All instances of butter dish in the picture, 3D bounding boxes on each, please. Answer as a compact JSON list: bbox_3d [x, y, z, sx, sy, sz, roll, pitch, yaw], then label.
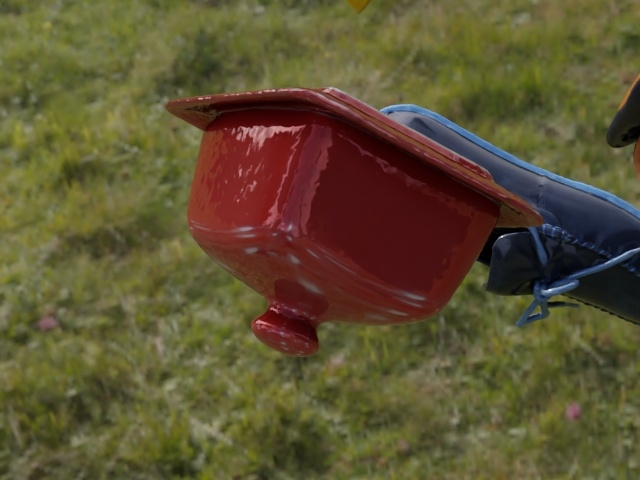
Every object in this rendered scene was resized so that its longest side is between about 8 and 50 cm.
[{"bbox_3d":[0.000,0.000,0.706,0.160,0.159,0.118,4,72,59],"label":"butter dish"}]

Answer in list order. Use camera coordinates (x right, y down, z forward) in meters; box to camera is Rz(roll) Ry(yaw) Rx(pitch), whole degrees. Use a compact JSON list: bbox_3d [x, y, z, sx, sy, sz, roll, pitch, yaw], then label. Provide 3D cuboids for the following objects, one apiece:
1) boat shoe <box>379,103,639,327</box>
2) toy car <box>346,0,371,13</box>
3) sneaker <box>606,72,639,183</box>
[{"bbox_3d":[0.130,0.007,0.953,0.258,0.109,0.089,25,58,18],"label":"boat shoe"},{"bbox_3d":[0.014,-0.115,0.293,0.060,0.122,0.040,30,41,11],"label":"toy car"},{"bbox_3d":[0.240,-0.078,0.739,0.180,0.321,0.124,-48,62,7],"label":"sneaker"}]
